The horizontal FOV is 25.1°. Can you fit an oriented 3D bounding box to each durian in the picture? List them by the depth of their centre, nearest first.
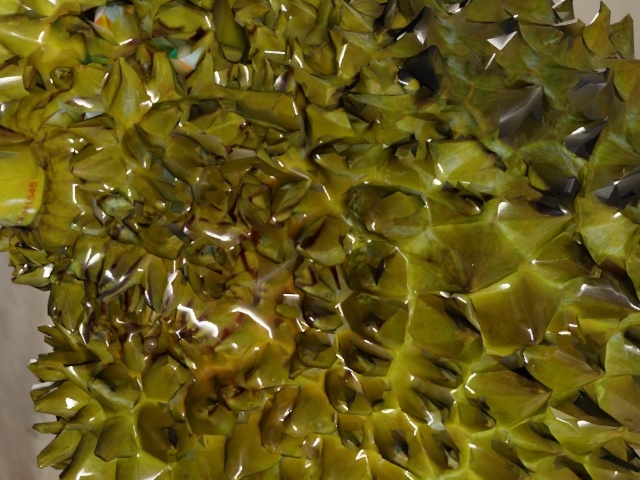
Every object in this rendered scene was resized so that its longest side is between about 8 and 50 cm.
[{"bbox_3d":[0.002,-0.006,0.503,0.293,0.258,0.258,30,7,-11],"label":"durian"}]
